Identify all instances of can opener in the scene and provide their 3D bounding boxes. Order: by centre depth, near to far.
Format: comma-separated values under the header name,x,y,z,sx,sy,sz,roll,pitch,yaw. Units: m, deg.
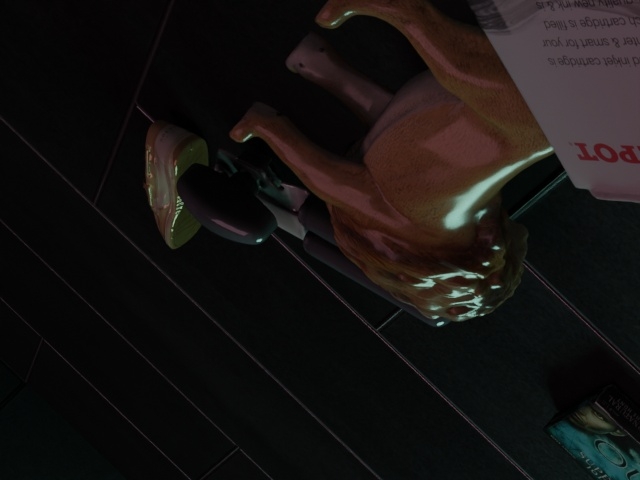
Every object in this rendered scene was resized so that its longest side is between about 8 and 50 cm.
name,x,y,z,sx,sy,sz,roll,pitch,yaw
can opener,0.000,0.000,1.427,0.280,0.093,0.074,26,151,26

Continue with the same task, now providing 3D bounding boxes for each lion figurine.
name,x,y,z,sx,sy,sz,roll,pitch,yaw
lion figurine,0.093,-0.078,1.071,0.240,0.142,0.392,38,153,-3

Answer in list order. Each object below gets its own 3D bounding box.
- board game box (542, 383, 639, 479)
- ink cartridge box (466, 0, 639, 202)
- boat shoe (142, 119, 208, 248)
name,x,y,z,sx,sy,sz,roll,pitch,yaw
board game box,0.286,0.207,1.376,0.186,0.026,0.126,43,158,3
ink cartridge box,0.168,-0.172,0.786,0.223,0.129,0.307,7,138,55
boat shoe,-0.148,-0.059,1.603,0.059,0.063,0.170,38,147,20
